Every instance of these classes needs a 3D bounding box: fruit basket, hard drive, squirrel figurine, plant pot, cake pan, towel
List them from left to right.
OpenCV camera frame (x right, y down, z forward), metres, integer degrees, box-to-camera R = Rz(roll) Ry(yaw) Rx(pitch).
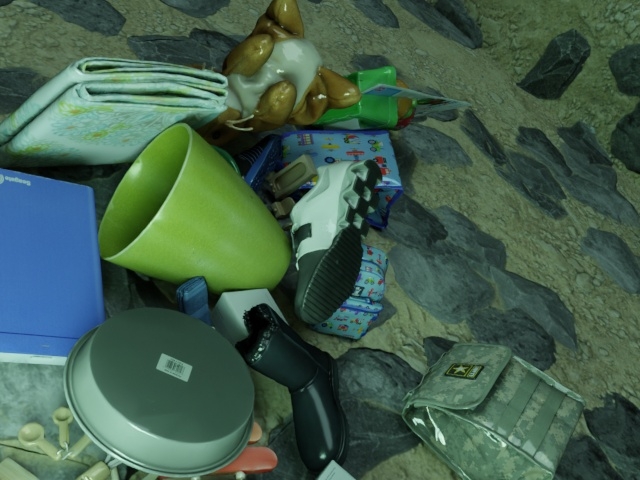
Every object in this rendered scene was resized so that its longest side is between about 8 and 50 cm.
[{"bbox_3d":[-0.449,0.039,1.324,0.210,0.040,0.318,11,55,-39],"label":"hard drive"},{"bbox_3d":[-0.386,-0.223,1.520,0.320,0.374,0.090,-5,78,-44],"label":"towel"},{"bbox_3d":[-0.222,0.206,1.222,0.293,0.054,0.293,22,33,-15],"label":"cake pan"},{"bbox_3d":[-0.216,0.126,1.434,0.029,0.119,0.067,7,24,28],"label":"towel"},{"bbox_3d":[-0.203,-0.019,1.521,0.293,0.275,0.275,33,31,-30],"label":"plant pot"},{"bbox_3d":[-0.188,-0.301,1.830,0.370,0.397,0.281,-41,107,-26],"label":"squirrel figurine"},{"bbox_3d":[0.160,-0.336,2.178,0.353,0.327,0.165,9,82,-42],"label":"fruit basket"}]

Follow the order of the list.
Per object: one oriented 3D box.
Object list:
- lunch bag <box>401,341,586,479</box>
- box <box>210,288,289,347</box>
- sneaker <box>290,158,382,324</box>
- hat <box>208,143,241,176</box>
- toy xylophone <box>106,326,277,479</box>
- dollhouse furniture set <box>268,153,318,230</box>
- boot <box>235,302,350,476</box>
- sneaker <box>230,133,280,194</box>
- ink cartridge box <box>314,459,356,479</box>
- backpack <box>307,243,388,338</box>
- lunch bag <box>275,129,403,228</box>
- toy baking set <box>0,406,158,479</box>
[{"bbox_3d":[0.317,0.323,1.569,0.287,0.169,0.235,34,37,15],"label":"lunch bag"},{"bbox_3d":[-0.129,0.152,1.487,0.102,0.087,0.101,-4,49,-41],"label":"box"},{"bbox_3d":[0.000,0.000,1.552,0.122,0.146,0.330,48,55,-47],"label":"sneaker"},{"bbox_3d":[-0.211,-0.080,1.738,0.208,0.173,0.183,68,10,14],"label":"hat"},{"bbox_3d":[-0.217,0.271,1.279,0.236,0.081,0.322,0,46,-38],"label":"toy xylophone"},{"bbox_3d":[-0.061,-0.100,1.783,0.123,0.144,0.151,-1,64,-54],"label":"dollhouse furniture set"},{"bbox_3d":[-0.052,0.240,1.362,0.207,0.094,0.246,40,31,-36],"label":"boot"},{"bbox_3d":[-0.158,-0.173,1.855,0.090,0.081,0.232,12,36,11],"label":"sneaker"},{"bbox_3d":[0.041,0.435,1.241,0.175,0.127,0.072,39,32,8],"label":"ink cartridge box"},{"bbox_3d":[0.057,0.091,1.634,0.158,0.173,0.117,17,37,-23],"label":"backpack"},{"bbox_3d":[0.025,-0.167,1.985,0.293,0.138,0.221,8,43,-15],"label":"lunch bag"},{"bbox_3d":[-0.316,0.310,1.125,0.256,0.030,0.196,11,43,-1],"label":"toy baking set"}]
